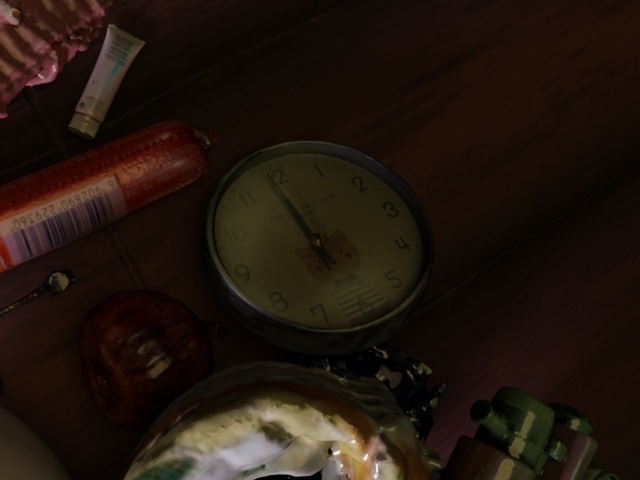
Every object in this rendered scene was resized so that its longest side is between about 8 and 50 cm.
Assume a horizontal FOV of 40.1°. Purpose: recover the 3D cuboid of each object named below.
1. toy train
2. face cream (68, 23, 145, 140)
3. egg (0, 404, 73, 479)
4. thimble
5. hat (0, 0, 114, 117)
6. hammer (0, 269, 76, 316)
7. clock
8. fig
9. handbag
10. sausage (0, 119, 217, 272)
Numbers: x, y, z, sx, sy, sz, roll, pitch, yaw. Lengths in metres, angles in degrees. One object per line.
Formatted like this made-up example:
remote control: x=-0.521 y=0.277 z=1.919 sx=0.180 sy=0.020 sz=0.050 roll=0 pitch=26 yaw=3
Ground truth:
toy train: x=0.168 y=0.283 z=0.861 sx=0.221 sy=0.150 sz=0.304 roll=41 pitch=72 yaw=-41
face cream: x=-0.205 y=-0.151 z=0.834 sx=0.038 sy=0.020 sz=0.115 roll=25 pitch=76 yaw=-18
egg: x=-0.275 y=0.246 z=0.679 sx=0.196 sy=0.196 sz=0.271 roll=-27 pitch=91 yaw=-22
thimble: x=-0.036 y=0.232 z=0.695 sx=0.254 sy=0.167 sz=0.288 roll=38 pitch=92 yaw=-9
hat: x=-0.331 y=-0.245 z=0.742 sx=0.286 sy=0.107 sz=0.236 roll=49 pitch=60 yaw=-17
hammer: x=-0.305 y=0.077 z=0.758 sx=0.201 sy=0.078 sz=0.021 roll=-28 pitch=95 yaw=-11
clock: x=0.000 y=0.000 z=0.838 sx=0.226 sy=0.049 sz=0.226 roll=6 pitch=57 yaw=-9
fig: x=-0.143 y=0.111 z=0.788 sx=0.150 sy=0.128 sz=0.128 roll=16 pitch=80 yaw=-26
handbag: x=-0.002 y=0.207 z=0.842 sx=0.162 sy=0.113 sz=0.260 roll=41 pitch=74 yaw=-6
sausage: x=-0.212 y=-0.045 z=0.796 sx=0.274 sy=0.074 sz=0.074 roll=-27 pitch=96 yaw=-22
